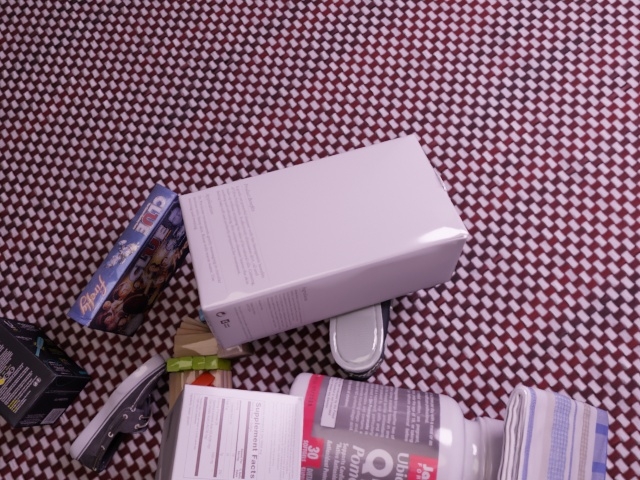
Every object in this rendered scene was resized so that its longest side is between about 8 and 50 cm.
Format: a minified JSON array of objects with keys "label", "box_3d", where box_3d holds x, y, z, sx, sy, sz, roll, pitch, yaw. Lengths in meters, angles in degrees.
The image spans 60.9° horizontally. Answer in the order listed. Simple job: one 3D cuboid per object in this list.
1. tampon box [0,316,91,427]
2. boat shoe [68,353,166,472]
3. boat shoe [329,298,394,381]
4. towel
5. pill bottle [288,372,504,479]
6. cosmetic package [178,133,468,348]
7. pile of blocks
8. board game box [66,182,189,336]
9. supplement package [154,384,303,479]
[{"label":"tampon box","box_3d":[-0.494,0.217,0.905,0.161,0.120,0.101,36,80,14]},{"label":"boat shoe","box_3d":[-0.312,0.285,0.878,0.076,0.080,0.228,42,96,5]},{"label":"boat shoe","box_3d":[0.065,0.078,0.900,0.114,0.091,0.302,6,62,12]},{"label":"towel","box_3d":[0.320,0.317,0.739,0.034,0.285,0.209,-2,71,48]},{"label":"pill bottle","box_3d":[0.107,0.302,0.789,0.319,0.176,0.176,7,76,8]},{"label":"cosmetic package","box_3d":[0.000,0.000,0.802,0.366,0.155,0.197,-14,59,-7]},{"label":"pile of blocks","box_3d":[-0.169,0.135,0.898,0.149,0.112,0.362,19,77,11]},{"label":"board game box","box_3d":[-0.295,0.040,0.910,0.042,0.165,0.243,29,80,13]},{"label":"supplement package","box_3d":[-0.130,0.315,0.691,0.145,0.262,0.204,11,61,-16]}]
